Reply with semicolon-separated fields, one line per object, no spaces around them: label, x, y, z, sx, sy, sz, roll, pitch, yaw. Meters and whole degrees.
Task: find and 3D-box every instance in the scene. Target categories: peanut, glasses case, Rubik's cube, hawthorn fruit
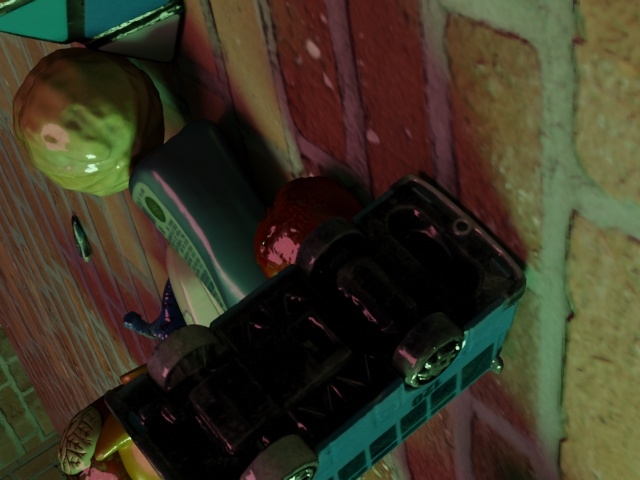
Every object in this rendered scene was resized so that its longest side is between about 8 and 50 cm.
peanut;-0.213;-0.112;0.904;0.130;0.130;0.290;66;166;-20
glasses case;-0.063;0.124;0.968;0.297;0.075;0.113;61;177;-11
Rubik's cube;-0.173;-0.235;0.653;0.234;0.250;0.284;-6;111;44
hawthorn fruit;0.000;0.000;0.706;0.093;0.093;0.093;44;154;29

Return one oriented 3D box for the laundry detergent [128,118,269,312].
laundry detergent;-0.042;0.042;0.829;0.290;0.094;0.143;54;163;1

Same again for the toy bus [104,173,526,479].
toy bus;0.004;0.080;0.605;0.116;0.234;0.134;45;162;27

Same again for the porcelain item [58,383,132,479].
porcelain item;-0.260;0.289;1.477;0.253;0.253;0.253;44;154;29

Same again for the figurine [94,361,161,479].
figurine;-0.132;0.235;1.070;0.228;0.215;0.215;47;160;-13

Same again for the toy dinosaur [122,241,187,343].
toy dinosaur;-0.158;0.142;1.205;0.144;0.076;0.329;3;114;50

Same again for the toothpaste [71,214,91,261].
toothpaste;-0.365;-0.001;1.510;0.027;0.019;0.083;-123;19;-51
